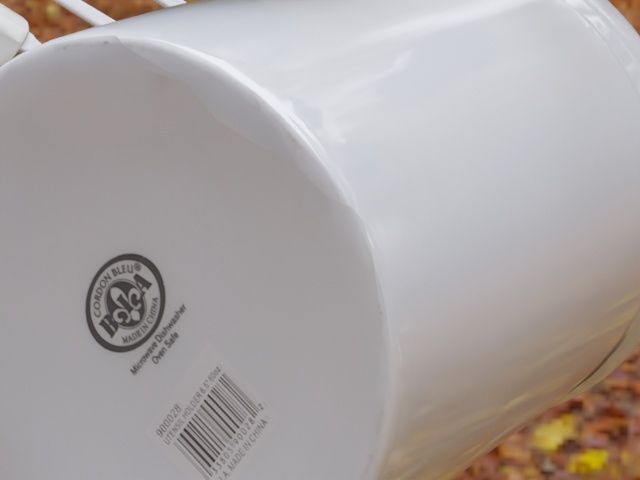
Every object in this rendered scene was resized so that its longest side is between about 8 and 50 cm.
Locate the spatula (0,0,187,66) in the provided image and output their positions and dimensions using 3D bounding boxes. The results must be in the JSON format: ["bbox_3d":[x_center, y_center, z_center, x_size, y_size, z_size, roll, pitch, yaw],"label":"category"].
[{"bbox_3d":[-0.199,-0.188,1.506,0.242,0.168,0.019,32,-36,-18],"label":"spatula"}]

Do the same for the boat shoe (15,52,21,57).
[{"bbox_3d":[-0.391,-0.176,1.494,0.302,0.103,0.113,29,52,-19],"label":"boat shoe"}]

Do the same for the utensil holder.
[{"bbox_3d":[0.000,0.000,1.046,0.327,0.327,0.385,10,17,29],"label":"utensil holder"}]
